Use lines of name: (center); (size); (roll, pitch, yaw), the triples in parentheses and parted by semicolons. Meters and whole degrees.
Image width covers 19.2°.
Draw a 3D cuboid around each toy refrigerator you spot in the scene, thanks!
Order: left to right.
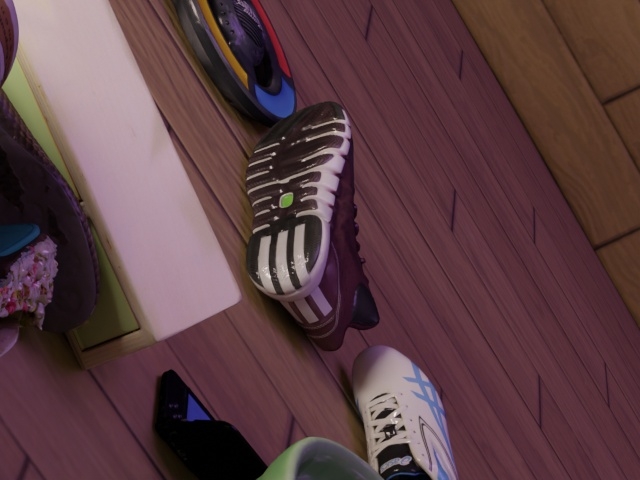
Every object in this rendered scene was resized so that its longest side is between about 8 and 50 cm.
toy refrigerator: (-0.169, -0.053, 1.330); (0.094, 0.102, 0.269); (-27, 94, -41)

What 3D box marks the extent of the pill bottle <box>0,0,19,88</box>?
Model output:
pill bottle: (-0.263, -0.090, 1.109); (0.131, 0.131, 0.229); (57, 18, -21)

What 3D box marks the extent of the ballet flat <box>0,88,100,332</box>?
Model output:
ballet flat: (-0.223, -0.052, 1.283); (0.250, 0.084, 0.058); (58, 8, -2)

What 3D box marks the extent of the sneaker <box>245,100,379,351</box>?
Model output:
sneaker: (0.000, 0.000, 1.855); (0.162, 0.106, 0.281); (60, 26, -34)

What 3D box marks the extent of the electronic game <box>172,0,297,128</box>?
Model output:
electronic game: (-0.089, -0.220, 1.971); (0.229, 0.048, 0.229); (54, 19, -29)

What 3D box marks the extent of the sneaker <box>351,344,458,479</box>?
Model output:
sneaker: (0.080, 0.196, 1.796); (0.086, 0.085, 0.237); (47, 22, -56)

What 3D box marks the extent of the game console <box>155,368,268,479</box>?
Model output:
game console: (-0.064, 0.158, 1.444); (0.122, 0.071, 0.107); (55, 19, -29)

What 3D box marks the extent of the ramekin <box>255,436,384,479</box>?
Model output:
ramekin: (0.002, 0.299, 1.269); (0.303, 0.148, 0.303); (53, 16, -23)

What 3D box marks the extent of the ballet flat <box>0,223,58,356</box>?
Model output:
ballet flat: (-0.218, 0.045, 1.143); (0.241, 0.091, 0.077); (-30, 118, -69)
